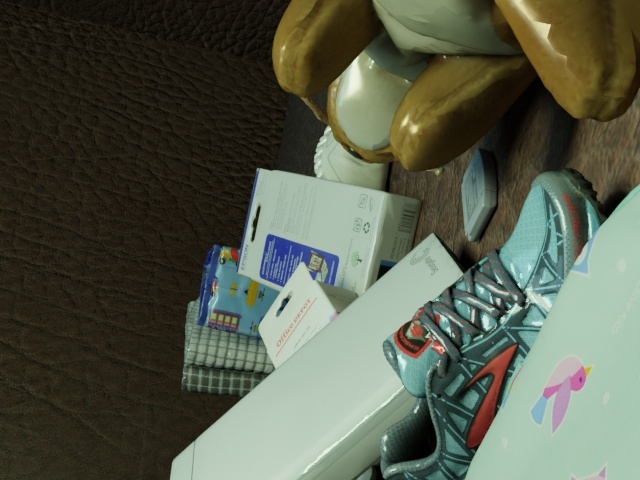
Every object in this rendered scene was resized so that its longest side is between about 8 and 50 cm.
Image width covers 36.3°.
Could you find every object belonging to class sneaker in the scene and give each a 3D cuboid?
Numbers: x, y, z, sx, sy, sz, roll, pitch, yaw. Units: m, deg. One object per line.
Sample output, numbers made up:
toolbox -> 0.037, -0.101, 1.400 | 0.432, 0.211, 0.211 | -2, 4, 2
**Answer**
sneaker -> 0.062, -0.163, 1.425 | 0.118, 0.110, 0.292 | 124, 157, -47
sneaker -> 0.108, 0.073, 0.650 | 0.104, 0.125, 0.262 | -102, 25, -69

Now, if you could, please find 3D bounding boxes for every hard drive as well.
hard drive -> 0.002, 0.150, 0.875 | 0.353, 0.047, 0.233 | -41, 15, 7

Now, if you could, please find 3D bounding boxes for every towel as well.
towel -> -0.134, 0.191, 1.789 | 0.284, 0.235, 0.121 | -100, 17, -69

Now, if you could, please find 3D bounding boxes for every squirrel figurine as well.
squirrel figurine -> 0.119, -0.236, 0.777 | 0.370, 0.281, 0.397 | 92, -159, -75

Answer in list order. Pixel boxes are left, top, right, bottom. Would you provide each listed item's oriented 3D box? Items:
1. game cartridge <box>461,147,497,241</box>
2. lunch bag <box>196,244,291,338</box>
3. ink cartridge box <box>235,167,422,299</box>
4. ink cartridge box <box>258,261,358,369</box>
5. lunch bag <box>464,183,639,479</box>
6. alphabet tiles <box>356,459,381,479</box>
game cartridge -> 0.150, -0.046, 0.924 | 0.056, 0.017, 0.083 | 105, 172, -45
lunch bag -> -0.098, 0.091, 1.714 | 0.293, 0.220, 0.138 | -170, 92, -82
ink cartridge box -> 0.000, 0.000, 1.296 | 0.332, 0.065, 0.165 | 18, 98, 57
ink cartridge box -> 0.010, 0.128, 1.117 | 0.115, 0.067, 0.198 | -55, 41, 20
lunch bag -> 0.143, 0.136, 0.387 | 0.224, 0.107, 0.279 | -93, 16, -52
alphabet tiles -> -0.001, 0.248, 1.175 | 0.284, 0.021, 0.278 | -64, 26, -1
